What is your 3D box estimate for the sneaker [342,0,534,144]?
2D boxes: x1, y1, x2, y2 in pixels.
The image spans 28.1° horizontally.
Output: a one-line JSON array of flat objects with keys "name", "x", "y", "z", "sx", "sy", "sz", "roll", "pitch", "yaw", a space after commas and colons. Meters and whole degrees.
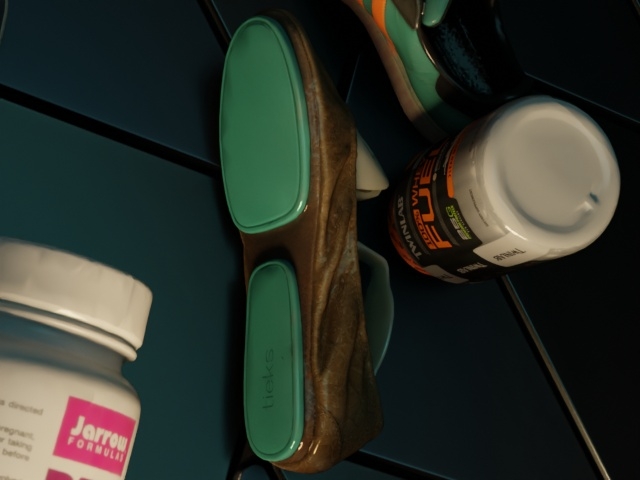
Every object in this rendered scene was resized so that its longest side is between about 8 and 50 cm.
[{"name": "sneaker", "x": 0.071, "y": -0.216, "z": 1.015, "sx": 0.108, "sy": 0.121, "sz": 0.302, "roll": -36, "pitch": 94, "yaw": -23}]

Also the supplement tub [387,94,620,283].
[{"name": "supplement tub", "x": 0.128, "y": -0.031, "z": 0.965, "sx": 0.117, "sy": 0.190, "sz": 0.117, "roll": 4, "pitch": 78, "yaw": -20}]

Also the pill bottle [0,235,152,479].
[{"name": "pill bottle", "x": -0.208, "y": 0.150, "z": 0.820, "sx": 0.160, "sy": 0.160, "sz": 0.283, "roll": 18, "pitch": 74, "yaw": -17}]

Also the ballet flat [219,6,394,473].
[{"name": "ballet flat", "x": 0.000, "y": 0.000, "z": 0.965, "sx": 0.124, "sy": 0.116, "sz": 0.342, "roll": 1, "pitch": 79, "yaw": -41}]

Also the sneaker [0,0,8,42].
[{"name": "sneaker", "x": -0.274, "y": -0.125, "z": 0.848, "sx": 0.086, "sy": 0.163, "sz": 0.226, "roll": 34, "pitch": 69, "yaw": -10}]
